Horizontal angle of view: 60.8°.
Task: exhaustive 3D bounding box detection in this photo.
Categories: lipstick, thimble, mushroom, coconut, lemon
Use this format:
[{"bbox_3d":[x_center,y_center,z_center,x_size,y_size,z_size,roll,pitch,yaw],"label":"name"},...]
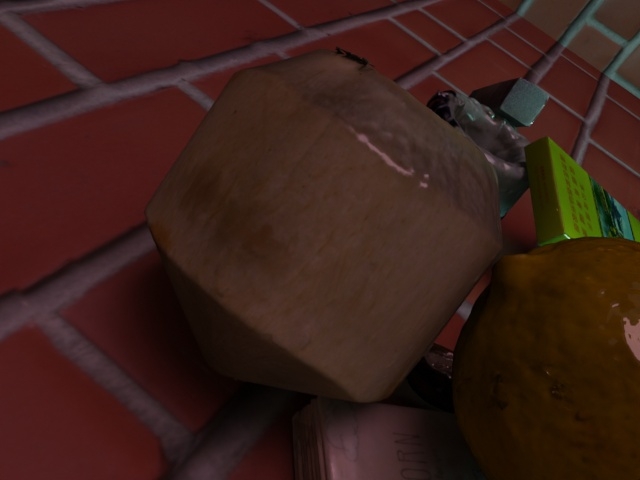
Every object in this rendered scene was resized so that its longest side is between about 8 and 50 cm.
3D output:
[{"bbox_3d":[0.350,-0.265,1.078,0.068,0.066,0.317,32,10,-5],"label":"lipstick"},{"bbox_3d":[0.248,-0.137,0.924,0.238,0.150,0.237,21,40,-19],"label":"thimble"},{"bbox_3d":[0.143,0.154,0.607,0.123,0.052,0.123,18,12,-4],"label":"mushroom"},{"bbox_3d":[0.000,0.000,0.511,0.323,0.323,0.322,19,41,-17],"label":"coconut"},{"bbox_3d":[0.237,0.128,0.450,0.268,0.267,0.267,19,41,-17],"label":"lemon"}]

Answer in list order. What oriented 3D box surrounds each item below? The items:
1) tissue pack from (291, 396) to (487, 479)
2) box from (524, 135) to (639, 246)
[{"bbox_3d":[0.138,0.247,0.511,0.326,0.071,0.170,15,44,-22],"label":"tissue pack"},{"bbox_3d":[0.442,-0.005,0.860,0.335,0.047,0.186,30,49,-30],"label":"box"}]
